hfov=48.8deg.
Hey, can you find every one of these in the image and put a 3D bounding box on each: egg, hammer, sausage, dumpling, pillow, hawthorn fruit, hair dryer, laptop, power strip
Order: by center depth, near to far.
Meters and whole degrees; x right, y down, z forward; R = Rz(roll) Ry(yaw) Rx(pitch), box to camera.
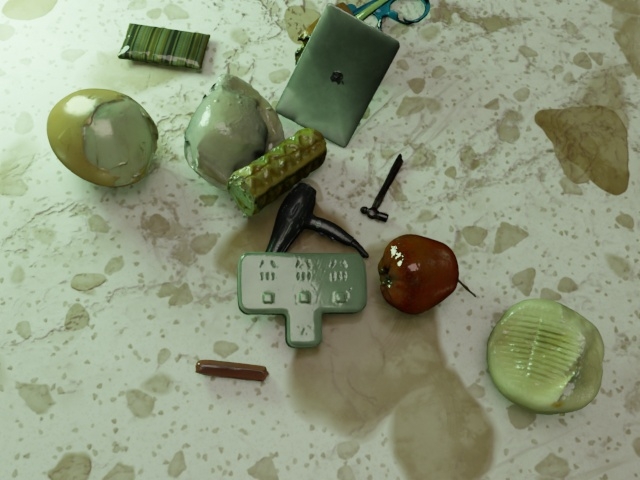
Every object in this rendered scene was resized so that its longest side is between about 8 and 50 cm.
[{"bbox_3d":[-0.175,0.258,1.400,0.147,0.035,0.030,7,64,-1],"label":"sausage"},{"bbox_3d":[-0.037,0.121,1.433,0.264,0.059,0.194,0,77,-10],"label":"power strip"},{"bbox_3d":[0.222,0.066,1.441,0.203,0.163,0.163,-5,67,-21],"label":"hawthorn fruit"},{"bbox_3d":[-0.471,-0.223,1.502,0.244,0.201,0.201,21,68,19],"label":"egg"},{"bbox_3d":[0.000,0.000,1.507,0.219,0.075,0.196,25,79,0],"label":"hair dryer"},{"bbox_3d":[-0.175,-0.229,1.545,0.226,0.175,0.243,23,94,-22],"label":"dumpling"},{"bbox_3d":[0.151,-0.120,1.579,0.065,0.021,0.178,25,66,8],"label":"hammer"},{"bbox_3d":[0.037,-0.367,1.584,0.187,0.015,0.269,27,102,-6],"label":"laptop"},{"bbox_3d":[-0.373,-0.465,1.691,0.203,0.038,0.113,9,64,1],"label":"pillow"}]

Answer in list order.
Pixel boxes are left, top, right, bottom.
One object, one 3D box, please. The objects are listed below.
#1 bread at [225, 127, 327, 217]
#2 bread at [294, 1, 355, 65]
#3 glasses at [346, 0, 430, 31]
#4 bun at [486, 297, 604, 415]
[{"bbox_3d":[-0.083,-0.155,1.512,0.269,0.087,0.098,-40,104,-35],"label":"bread"},{"bbox_3d":[0.029,-0.439,1.645,0.160,0.140,0.169,-26,71,-18],"label":"bread"},{"bbox_3d":[0.177,-0.555,1.692,0.239,0.207,0.102,-23,106,-9],"label":"glasses"},{"bbox_3d":[0.446,0.232,1.383,0.229,0.145,0.230,-12,68,30],"label":"bun"}]
